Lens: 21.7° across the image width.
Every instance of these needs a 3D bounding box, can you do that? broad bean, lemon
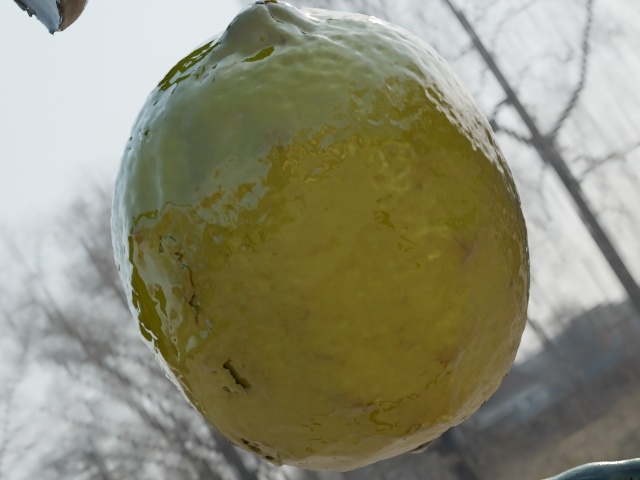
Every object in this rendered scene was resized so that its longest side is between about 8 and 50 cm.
[{"bbox_3d":[0.275,0.260,1.719,0.255,0.065,0.046,-13,-45,2],"label":"broad bean"},{"bbox_3d":[-0.001,-0.002,1.007,0.260,0.260,0.284,-32,-49,3],"label":"lemon"}]

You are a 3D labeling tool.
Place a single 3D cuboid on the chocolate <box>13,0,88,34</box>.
[{"bbox_3d":[-0.242,-0.305,1.436,0.083,0.161,0.261,-31,-29,-23],"label":"chocolate"}]
